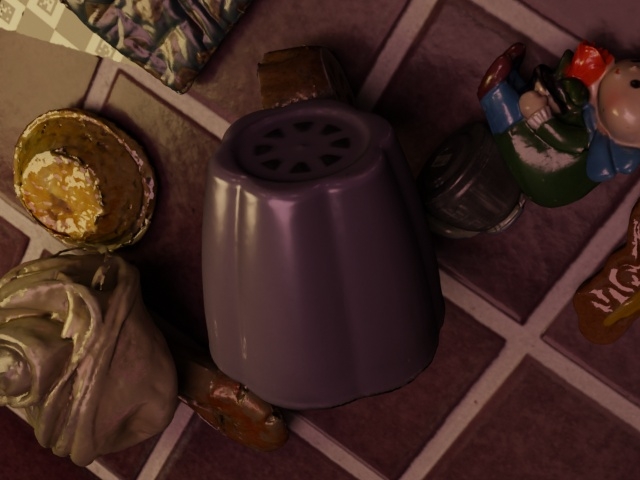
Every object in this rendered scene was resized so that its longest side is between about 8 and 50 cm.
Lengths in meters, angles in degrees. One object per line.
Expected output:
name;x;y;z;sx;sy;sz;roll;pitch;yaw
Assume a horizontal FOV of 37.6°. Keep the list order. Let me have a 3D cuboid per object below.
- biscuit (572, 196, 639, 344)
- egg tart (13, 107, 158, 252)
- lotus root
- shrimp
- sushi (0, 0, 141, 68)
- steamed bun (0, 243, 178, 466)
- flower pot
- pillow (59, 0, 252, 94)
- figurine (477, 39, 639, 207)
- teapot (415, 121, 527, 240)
biscuit;0.398;0.020;0.982;0.186;0.044;0.295;28;119;8
egg tart;-0.321;-0.070;1.232;0.213;0.090;0.212;9;118;18
lotus root;-0.012;-0.160;1.047;0.081;0.112;0.122;-20;134;19
shrimp;-0.169;0.201;1.288;0.294;0.062;0.154;31;142;20
sushi;-0.298;-0.346;1.127;0.290;0.050;0.263;16;116;16
steamed bun;-0.336;0.159;1.211;0.268;0.207;0.280;-14;92;49
flower pot;0.000;0.000;0.965;0.265;0.265;0.243;11;131;19
pillow;-0.166;-0.304;1.067;0.189;0.034;0.255;36;122;-14
figurine;0.287;-0.143;0.926;0.234;0.127;0.185;-26;91;40
teapot;0.159;-0.045;1.022;0.108;0.111;0.149;37;115;-17
